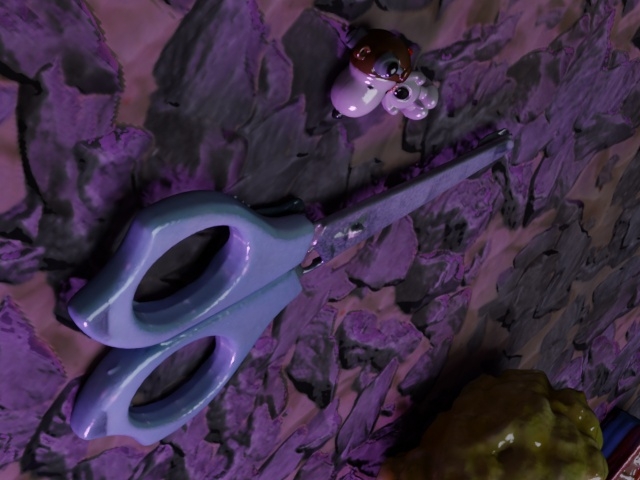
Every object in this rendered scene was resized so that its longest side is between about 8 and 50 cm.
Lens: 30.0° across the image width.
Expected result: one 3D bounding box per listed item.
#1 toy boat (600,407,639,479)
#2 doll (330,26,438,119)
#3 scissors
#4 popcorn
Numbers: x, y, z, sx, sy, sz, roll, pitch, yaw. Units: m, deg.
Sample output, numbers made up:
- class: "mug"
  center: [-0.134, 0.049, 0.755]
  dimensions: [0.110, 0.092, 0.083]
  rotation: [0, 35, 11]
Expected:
- class: "toy boat"
  center: [0.259, 0.365, 1.355]
  dimensions: [0.392, 0.079, 0.136]
  rotation: [-57, 149, 6]
- class: "doll"
  center: [0.042, -0.093, 0.691]
  dimensions: [0.085, 0.040, 0.058]
  rotation: [-6, 138, -43]
- class: "scissors"
  center: [-0.001, -0.001, 0.739]
  dimensions: [0.360, 0.029, 0.191]
  rotation: [-30, 145, -33]
- class: "popcorn"
  center: [0.147, 0.232, 0.995]
  dimensions: [0.255, 0.195, 0.256]
  rotation: [10, 95, -59]
